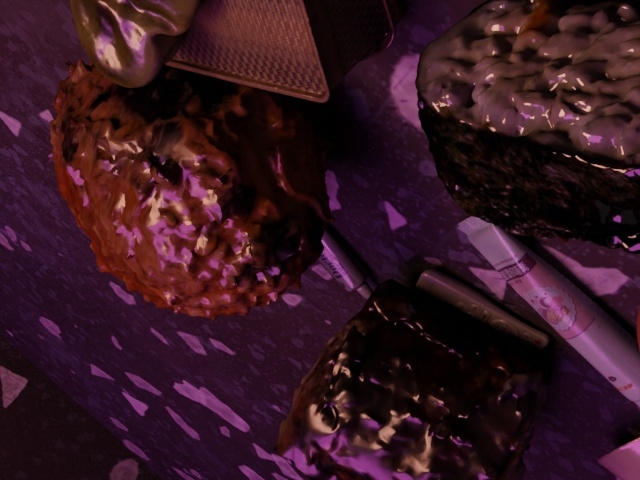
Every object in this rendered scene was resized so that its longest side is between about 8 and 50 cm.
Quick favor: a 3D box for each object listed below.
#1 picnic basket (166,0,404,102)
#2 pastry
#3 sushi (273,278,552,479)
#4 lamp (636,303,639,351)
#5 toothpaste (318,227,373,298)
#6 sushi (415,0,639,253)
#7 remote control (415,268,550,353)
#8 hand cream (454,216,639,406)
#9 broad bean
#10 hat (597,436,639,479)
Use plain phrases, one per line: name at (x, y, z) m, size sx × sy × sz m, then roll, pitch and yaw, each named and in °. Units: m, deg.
picnic basket at (-0.064, -0.259, 0.923) m, size 0.267 × 0.139 × 0.165 m, roll 19°, pitch 145°, yaw 33°
pastry at (-0.165, -0.095, 1.132) m, size 0.405 × 0.292 × 0.337 m, roll 9°, pitch 131°, yaw 60°
sushi at (0.136, 0.231, 1.238) m, size 0.294 × 0.299 × 0.281 m, roll 25°, pitch -173°, yaw 24°
lamp at (0.419, 0.113, 0.796) m, size 0.305 × 0.239 × 0.305 m, roll 28°, pitch 150°, yaw 18°
toothpaste at (0.000, 0.000, 1.321) m, size 0.218 × 0.041 × 0.064 m, roll 48°, pitch 139°, yaw -11°
sushi at (0.236, -0.091, 0.762) m, size 0.350 × 0.211 × 0.170 m, roll 16°, pitch 149°, yaw 44°
remote control at (0.213, 0.089, 1.219) m, size 0.184 × 0.027 × 0.050 m, roll 30°, pitch 154°, yaw 7°
hand cream at (0.296, 0.083, 1.093) m, size 0.331 × 0.058 × 0.085 m, roll 45°, pitch 167°, yaw -1°
broad bean at (-0.177, -0.244, 0.874) m, size 0.153 × 0.072 × 0.206 m, roll 31°, pitch 138°, yaw 11°
hat at (0.468, 0.348, 1.183) m, size 0.226 × 0.164 × 0.219 m, roll 17°, pitch 150°, yaw -5°
